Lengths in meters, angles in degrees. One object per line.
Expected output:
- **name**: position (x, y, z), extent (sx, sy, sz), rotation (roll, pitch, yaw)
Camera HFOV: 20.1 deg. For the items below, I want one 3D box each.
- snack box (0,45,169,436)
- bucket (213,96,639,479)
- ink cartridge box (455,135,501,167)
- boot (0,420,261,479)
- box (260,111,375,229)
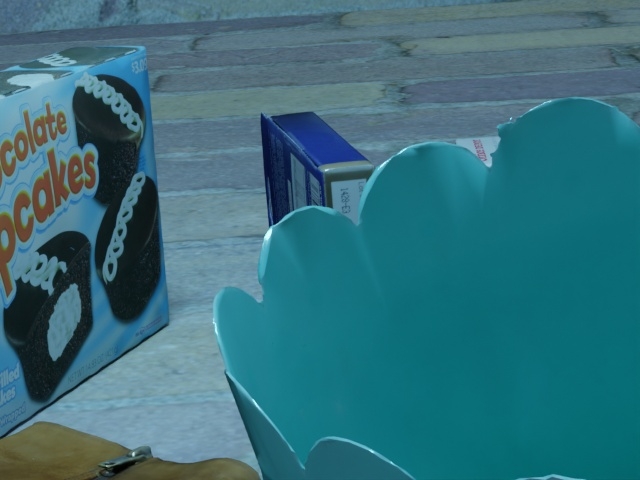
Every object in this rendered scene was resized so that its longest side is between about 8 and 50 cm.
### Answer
- **snack box**: position (-0.185, 0.004, 1.032), extent (0.060, 0.187, 0.322), rotation (2, 15, 21)
- **bucket**: position (0.118, 0.079, 0.573), extent (0.281, 0.183, 0.281), rotation (-10, 24, 5)
- **ink cartridge box**: position (0.178, -0.043, 1.377), extent (0.150, 0.063, 0.109), rotation (-3, 14, 1)
- **boot**: position (-0.205, 0.116, 0.783), extent (0.264, 0.096, 0.280), rotation (4, 15, 30)
- **box**: position (0.000, 0.000, 1.101), extent (0.036, 0.136, 0.225), rotation (-7, 15, -10)
